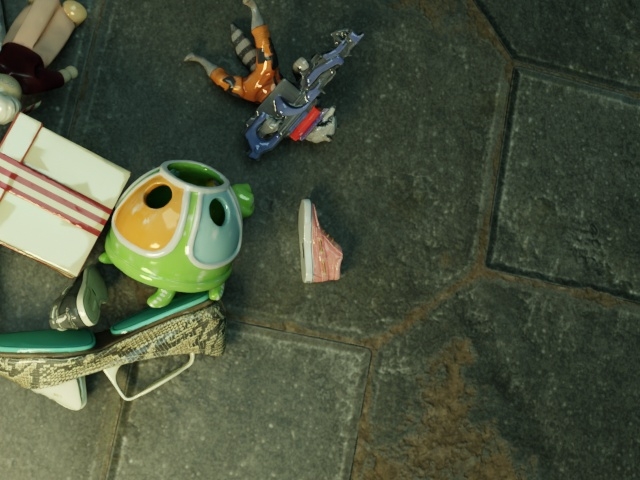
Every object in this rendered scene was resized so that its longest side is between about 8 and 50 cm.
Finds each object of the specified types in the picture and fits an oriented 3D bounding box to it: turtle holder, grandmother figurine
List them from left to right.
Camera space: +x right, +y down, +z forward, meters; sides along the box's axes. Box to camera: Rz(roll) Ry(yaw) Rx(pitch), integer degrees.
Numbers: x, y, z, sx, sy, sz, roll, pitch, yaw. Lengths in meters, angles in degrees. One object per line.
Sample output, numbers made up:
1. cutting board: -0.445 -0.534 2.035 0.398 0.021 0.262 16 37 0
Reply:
1. grandmother figurine: -0.572 -0.351 1.636 0.208 0.104 0.342 14 49 -6
2. turtle holder: -0.241 -0.024 1.633 0.320 0.243 0.227 6 116 -34

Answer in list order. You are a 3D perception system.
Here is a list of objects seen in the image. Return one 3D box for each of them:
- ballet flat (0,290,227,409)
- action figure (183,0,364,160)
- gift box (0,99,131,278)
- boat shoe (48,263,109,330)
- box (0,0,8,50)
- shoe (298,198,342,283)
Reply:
1. ballet flat: -0.409 0.229 1.650 0.483 0.164 0.182 -12 101 -15
2. action figure: -0.067 -0.349 1.786 0.341 0.178 0.330 -40 97 11
3. gift box: -0.524 -0.098 1.619 0.258 0.255 0.276 27 74 -16
4. boat shoe: -0.453 0.106 1.617 0.079 0.233 0.084 -23 107 3
5. box: -0.748 -0.438 1.706 0.233 0.059 0.183 -10 84 -14
6. shoe: 0.000 0.000 1.808 0.081 0.063 0.177 -2 88 -14
